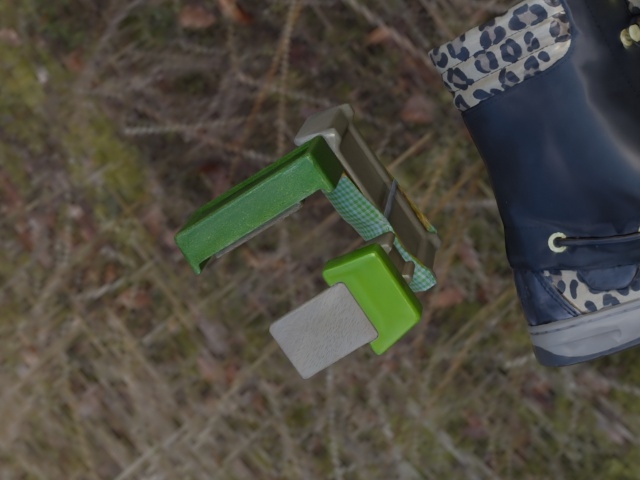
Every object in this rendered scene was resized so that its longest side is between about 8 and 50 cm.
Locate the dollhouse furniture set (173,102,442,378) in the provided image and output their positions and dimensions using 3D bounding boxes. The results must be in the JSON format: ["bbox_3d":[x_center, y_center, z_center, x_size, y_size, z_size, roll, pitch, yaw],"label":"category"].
[{"bbox_3d":[0.000,0.000,1.526,0.151,0.301,0.197,-32,99,15],"label":"dollhouse furniture set"}]

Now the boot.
[{"bbox_3d":[0.289,-0.093,1.198,0.377,0.138,0.284,-25,90,17],"label":"boot"}]
